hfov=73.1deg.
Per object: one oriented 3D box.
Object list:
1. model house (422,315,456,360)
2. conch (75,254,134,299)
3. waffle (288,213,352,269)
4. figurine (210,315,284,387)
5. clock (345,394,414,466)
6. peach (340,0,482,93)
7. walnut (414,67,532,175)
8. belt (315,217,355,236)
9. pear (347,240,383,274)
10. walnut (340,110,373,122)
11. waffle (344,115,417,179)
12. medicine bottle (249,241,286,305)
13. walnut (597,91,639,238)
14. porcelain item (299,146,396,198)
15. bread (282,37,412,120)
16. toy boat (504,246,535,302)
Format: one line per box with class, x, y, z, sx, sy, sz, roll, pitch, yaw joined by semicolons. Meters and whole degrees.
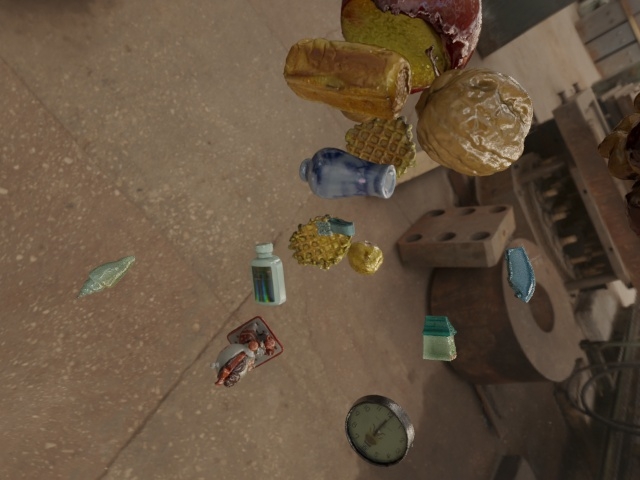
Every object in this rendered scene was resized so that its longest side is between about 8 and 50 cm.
model house;0.418;0.340;1.514;0.127;0.100;0.148;16;72;-63
conch;-0.578;0.103;1.169;0.180;0.088;0.065;-38;72;-24
waffle;0.000;-0.001;1.904;0.262;0.060;0.280;22;68;10
figurine;-0.266;0.389;1.416;0.160;0.183;0.226;54;25;-2
clock;0.151;0.500;1.132;0.040;0.185;0.184;-15;83;-63
peach;0.242;-0.594;1.115;0.406;0.335;0.310;33;80;-42
walnut;0.341;-0.259;0.960;0.257;0.257;0.224;34;42;-30
belt;0.065;-0.050;1.692;0.100;0.179;0.065;-17;105;-25
pear;0.205;0.075;2.032;0.178;0.178;0.178;20;60;-38
walnut;0.149;-0.488;1.430;0.167;0.207;0.167;18;56;-29
waffle;0.227;-0.350;1.671;0.058;0.301;0.281;0;93;-62
medicine bottle;-0.199;0.123;1.604;0.083;0.121;0.228;-22;109;-62
walnut;0.447;-0.117;0.463;0.244;0.269;0.221;59;2;41
porcelain item;0.067;-0.172;1.155;0.141;0.259;0.141;-37;134;-51
bread;0.065;-0.389;1.035;0.167;0.294;0.132;14;96;-67
toy boat;0.851;0.148;1.846;0.098;0.109;0.237;39;43;-65
